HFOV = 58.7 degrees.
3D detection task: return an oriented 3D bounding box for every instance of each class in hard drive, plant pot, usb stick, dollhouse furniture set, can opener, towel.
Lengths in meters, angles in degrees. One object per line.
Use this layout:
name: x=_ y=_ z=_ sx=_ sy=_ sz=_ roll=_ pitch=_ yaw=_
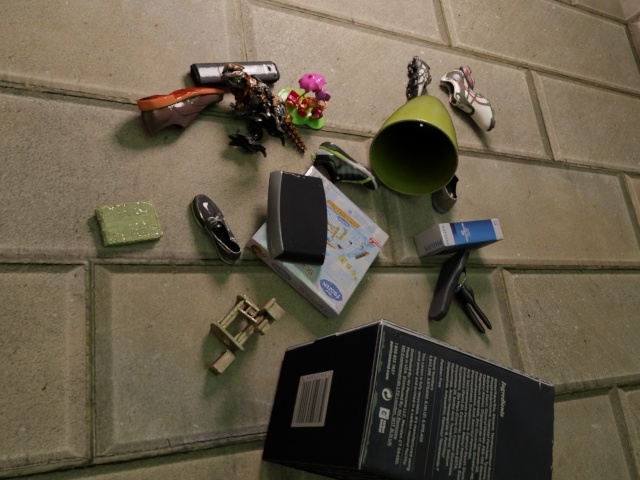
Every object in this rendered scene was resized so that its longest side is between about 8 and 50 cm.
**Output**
hard drive: x=-0.057 y=-0.067 z=1.545 sx=0.171 sy=0.054 sz=0.255 roll=8 pitch=67 yaw=-25
plant pot: x=0.321 y=-0.344 z=1.841 sx=0.274 sy=0.275 sz=0.294 roll=36 pitch=44 yaw=-13
usb stick: x=-0.249 y=-0.493 z=1.681 sx=0.277 sy=0.045 sz=0.077 roll=-13 pitch=69 yaw=-33
dollhouse furniture set: x=-0.203 y=0.214 z=1.373 sx=0.101 sy=0.161 sz=0.182 roll=46 pitch=56 yaw=-6
can opener: x=0.485 y=0.219 z=1.826 sx=0.186 sy=0.059 sz=0.073 roll=59 pitch=29 yaw=-10
towel: x=-0.470 y=-0.042 z=1.401 sx=0.148 sy=0.027 sz=0.110 roll=-13 pitch=79 yaw=-33

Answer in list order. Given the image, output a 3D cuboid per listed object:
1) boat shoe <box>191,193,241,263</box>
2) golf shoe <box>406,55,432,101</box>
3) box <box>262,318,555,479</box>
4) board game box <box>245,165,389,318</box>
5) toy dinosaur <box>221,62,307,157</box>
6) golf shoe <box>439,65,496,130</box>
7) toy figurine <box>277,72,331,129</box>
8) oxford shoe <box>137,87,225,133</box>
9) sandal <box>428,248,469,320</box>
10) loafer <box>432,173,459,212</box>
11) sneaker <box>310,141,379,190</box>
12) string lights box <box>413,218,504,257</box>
boat shoe: x=-0.266 y=-0.039 z=1.490 sx=0.075 sy=0.065 sz=0.206 roll=-28 pitch=87 yaw=-34
golf shoe: x=0.361 y=-0.569 z=2.037 sx=0.093 sy=0.077 sz=0.198 roll=19 pitch=65 yaw=-22
box: x=0.187 y=0.423 z=1.323 sx=0.471 sy=0.480 sz=0.298 roll=21 pitch=65 yaw=-21
board game box: x=0.000 y=0.000 z=1.624 sx=0.318 sy=0.066 sz=0.318 roll=43 pitch=57 yaw=-8
toy dinosaur: x=-0.153 y=-0.369 z=1.635 sx=0.321 sy=0.164 sz=0.219 roll=23 pitch=47 yaw=-16
golf shoe: x=0.546 y=-0.513 z=2.120 sx=0.120 sy=0.105 sz=0.273 roll=-25 pitch=79 yaw=-18
toy figurine: x=-0.027 y=-0.430 z=1.716 sx=0.173 sy=0.159 sz=0.130 roll=33 pitch=59 yaw=-16
oxford shoe: x=-0.372 y=-0.360 z=1.555 sx=0.271 sy=0.096 sz=0.099 roll=-26 pitch=119 yaw=-40
sandal: x=0.410 y=0.143 z=1.791 sx=0.054 sy=0.097 sz=0.255 roll=32 pitch=70 yaw=-14
loafer: x=0.435 y=-0.220 z=1.939 sx=0.094 sy=0.087 sz=0.251 roll=11 pitch=67 yaw=-26
sneaker: x=0.071 y=-0.207 z=1.752 sx=0.234 sy=0.084 sz=0.097 roll=34 pitch=83 yaw=-13
string lights box: x=0.447 y=-0.008 z=1.839 sx=0.259 sy=0.133 sz=0.077 roll=-5 pitch=76 yaw=-31
